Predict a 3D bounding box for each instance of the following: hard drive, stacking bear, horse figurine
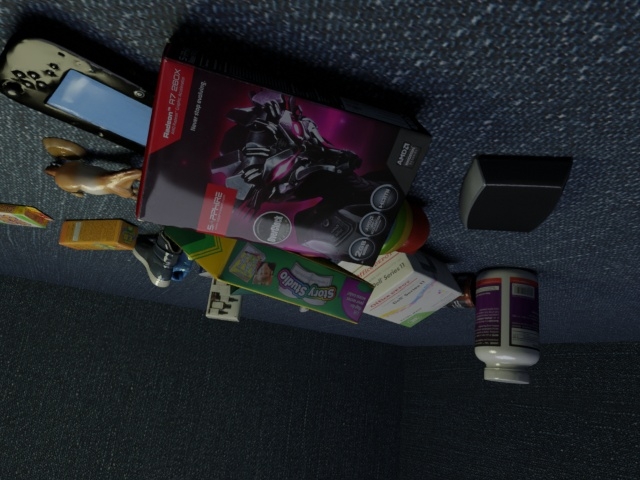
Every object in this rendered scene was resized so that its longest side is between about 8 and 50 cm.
[{"bbox_3d":[0.352,-0.076,0.914,0.171,0.054,0.255,4,163,10],"label":"hard drive"},{"bbox_3d":[0.112,-0.040,0.977,0.164,0.176,0.288,0,173,44],"label":"stacking bear"},{"bbox_3d":[-0.464,-0.124,1.021,0.263,0.066,0.174,9,171,-1],"label":"horse figurine"}]

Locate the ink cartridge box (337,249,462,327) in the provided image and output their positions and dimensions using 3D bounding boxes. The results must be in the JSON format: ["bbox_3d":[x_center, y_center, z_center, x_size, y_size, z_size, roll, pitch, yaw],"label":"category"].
[{"bbox_3d":[0.216,0.120,1.366,0.207,0.119,0.353,-40,140,25],"label":"ink cartridge box"}]

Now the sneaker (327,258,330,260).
[{"bbox_3d":[0.000,0.000,1.307,0.082,0.069,0.209,30,177,18],"label":"sneaker"}]

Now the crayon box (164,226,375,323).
[{"bbox_3d":[-0.112,0.038,1.060,0.362,0.106,0.313,23,-179,-38],"label":"crayon box"}]

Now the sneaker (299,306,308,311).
[{"bbox_3d":[0.003,0.257,2.057,0.152,0.102,0.268,13,160,-10],"label":"sneaker"}]

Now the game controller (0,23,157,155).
[{"bbox_3d":[-0.303,-0.201,0.737,0.319,0.067,0.166,21,158,-41],"label":"game controller"}]

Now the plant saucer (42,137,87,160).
[{"bbox_3d":[-0.515,-0.180,0.977,0.083,0.015,0.083,6,164,2],"label":"plant saucer"}]

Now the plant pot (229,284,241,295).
[{"bbox_3d":[-0.133,0.071,1.424,0.234,0.166,0.165,4,165,-21],"label":"plant pot"}]

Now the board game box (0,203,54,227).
[{"bbox_3d":[-0.951,-0.080,1.451,0.259,0.039,0.124,4,164,1],"label":"board game box"}]

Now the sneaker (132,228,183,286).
[{"bbox_3d":[-0.496,0.011,1.492,0.086,0.164,0.226,1,-147,-47],"label":"sneaker"}]

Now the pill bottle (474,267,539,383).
[{"bbox_3d":[0.558,0.256,1.458,0.181,0.323,0.181,7,163,2],"label":"pill bottle"}]

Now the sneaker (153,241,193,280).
[{"bbox_3d":[-0.502,0.069,1.599,0.240,0.126,0.091,-9,157,40],"label":"sneaker"}]

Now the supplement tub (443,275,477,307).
[{"bbox_3d":[0.419,0.171,1.611,0.197,0.106,0.106,-6,159,36],"label":"supplement tub"}]

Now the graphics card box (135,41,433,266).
[{"bbox_3d":[-0.056,-0.106,0.698,0.370,0.094,0.233,12,119,-18],"label":"graphics card box"}]

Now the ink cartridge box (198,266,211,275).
[{"bbox_3d":[-0.222,0.118,1.757,0.329,0.072,0.324,20,159,-32],"label":"ink cartridge box"}]

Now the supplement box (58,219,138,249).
[{"bbox_3d":[-0.672,-0.016,1.471,0.233,0.080,0.078,-2,163,22],"label":"supplement box"}]

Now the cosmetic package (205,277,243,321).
[{"bbox_3d":[-0.278,0.121,1.488,0.098,0.239,0.060,7,163,-3],"label":"cosmetic package"}]
